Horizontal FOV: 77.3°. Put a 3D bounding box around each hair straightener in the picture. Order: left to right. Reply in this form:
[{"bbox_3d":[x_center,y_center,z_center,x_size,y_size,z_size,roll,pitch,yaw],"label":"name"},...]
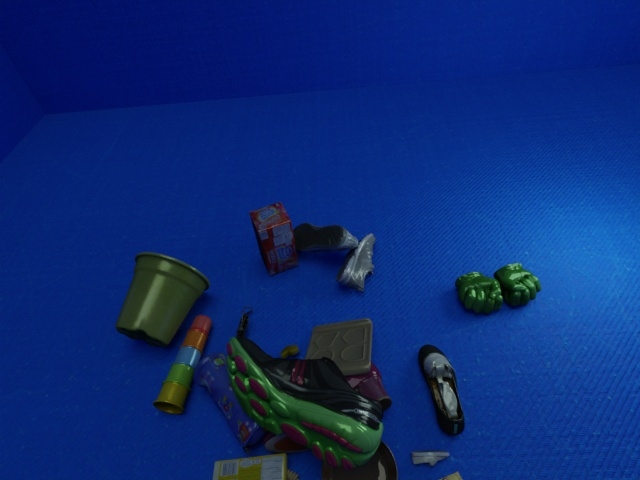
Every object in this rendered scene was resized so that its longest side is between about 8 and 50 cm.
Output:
[{"bbox_3d":[-0.258,0.313,1.347,0.047,0.089,0.230,14,44,-4],"label":"hair straightener"}]

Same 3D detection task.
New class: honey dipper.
[{"bbox_3d":[-0.026,0.647,1.043,0.160,0.030,0.030,21,52,19],"label":"honey dipper"}]

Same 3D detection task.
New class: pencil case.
[{"bbox_3d":[-0.252,0.468,1.175,0.306,0.133,0.119,36,28,33],"label":"pencil case"}]

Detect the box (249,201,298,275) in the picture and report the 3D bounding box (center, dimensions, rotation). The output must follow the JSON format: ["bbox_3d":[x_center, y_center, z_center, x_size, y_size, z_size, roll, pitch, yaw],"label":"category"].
[{"bbox_3d":[-0.172,-0.002,1.515,0.128,0.257,0.123,-20,49,-12],"label":"box"}]

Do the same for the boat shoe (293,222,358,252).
[{"bbox_3d":[0.001,-0.002,1.565,0.320,0.103,0.118,-3,69,46],"label":"boat shoe"}]

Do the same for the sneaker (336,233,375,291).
[{"bbox_3d":[0.155,0.087,1.525,0.115,0.105,0.281,38,50,-5],"label":"sneaker"}]

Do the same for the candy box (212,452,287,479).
[{"bbox_3d":[-0.188,0.630,1.054,0.205,0.027,0.105,-12,47,10],"label":"candy box"}]

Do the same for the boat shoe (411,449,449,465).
[{"bbox_3d":[0.293,0.580,1.065,0.100,0.035,0.035,-3,74,-1],"label":"boat shoe"}]

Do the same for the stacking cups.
[{"bbox_3d":[-0.425,0.386,1.294,0.096,0.096,0.316,4,46,11],"label":"stacking cups"}]

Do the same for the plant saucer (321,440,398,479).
[{"bbox_3d":[0.102,0.611,1.052,0.198,0.036,0.199,-3,45,3],"label":"plant saucer"}]

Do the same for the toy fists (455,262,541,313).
[{"bbox_3d":[0.612,0.165,1.374,0.279,0.096,0.142,-11,47,-6],"label":"toy fists"}]

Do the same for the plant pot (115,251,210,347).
[{"bbox_3d":[-0.558,0.218,1.378,0.276,0.276,0.254,8,60,14],"label":"plant pot"}]

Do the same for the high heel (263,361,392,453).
[{"bbox_3d":[0.008,0.473,1.164,0.377,0.127,0.181,-16,30,-10],"label":"high heel"}]

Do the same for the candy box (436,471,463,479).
[{"bbox_3d":[0.255,0.630,0.966,0.186,0.109,0.053,-18,47,-9],"label":"candy box"}]

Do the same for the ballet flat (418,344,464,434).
[{"bbox_3d":[0.359,0.413,1.168,0.095,0.096,0.280,-9,46,-1],"label":"ballet flat"}]

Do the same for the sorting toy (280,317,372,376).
[{"bbox_3d":[0.014,0.352,1.268,0.307,0.041,0.229,-12,25,14],"label":"sorting toy"}]

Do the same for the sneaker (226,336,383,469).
[{"bbox_3d":[-0.055,0.395,1.052,0.482,0.185,0.202,24,28,25],"label":"sneaker"}]
